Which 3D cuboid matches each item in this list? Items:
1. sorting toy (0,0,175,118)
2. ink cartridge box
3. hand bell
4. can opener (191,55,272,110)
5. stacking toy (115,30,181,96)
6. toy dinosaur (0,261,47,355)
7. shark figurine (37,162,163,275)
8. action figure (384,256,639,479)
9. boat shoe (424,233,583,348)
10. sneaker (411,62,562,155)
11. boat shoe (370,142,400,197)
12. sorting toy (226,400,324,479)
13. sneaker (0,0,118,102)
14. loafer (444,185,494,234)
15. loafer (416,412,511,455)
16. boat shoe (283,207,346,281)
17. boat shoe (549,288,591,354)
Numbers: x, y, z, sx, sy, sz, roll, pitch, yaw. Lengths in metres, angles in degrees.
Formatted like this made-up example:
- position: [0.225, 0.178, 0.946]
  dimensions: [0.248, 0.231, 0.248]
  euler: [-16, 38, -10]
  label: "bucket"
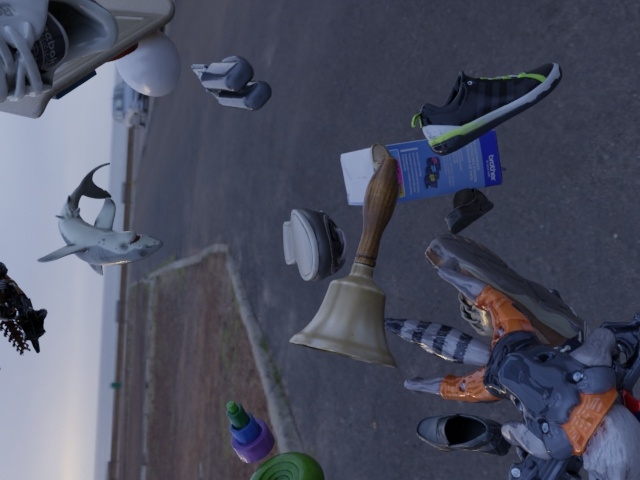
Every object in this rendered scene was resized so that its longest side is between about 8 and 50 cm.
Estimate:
- position: [-0.352, -0.236, 0.778]
  dimensions: [0.307, 0.229, 0.041]
  euler: [15, 143, 32]
  label: "sorting toy"
- position: [0.284, -0.193, 1.639]
  dimensions: [0.270, 0.396, 0.151]
  euler: [-164, 63, -75]
  label: "ink cartridge box"
- position: [0.053, 0.016, 0.734]
  dimensions: [0.126, 0.126, 0.241]
  euler: [164, 121, -70]
  label: "hand bell"
- position: [-0.133, -0.260, 0.974]
  dimensions: [0.095, 0.076, 0.283]
  euler: [-49, 27, -5]
  label: "can opener"
- position: [-0.366, -0.479, 1.088]
  dimensions: [0.479, 0.351, 0.350]
  euler: [66, 175, -30]
  label: "stacking toy"
- position: [-0.614, 0.113, 1.187]
  dimensions: [0.218, 0.164, 0.322]
  euler: [48, 175, 36]
  label: "toy dinosaur"
- position: [-0.369, -0.006, 1.006]
  dimensions: [0.278, 0.166, 0.116]
  euler: [43, 153, 44]
  label: "shark figurine"
- position: [0.224, 0.204, 0.749]
  dimensions: [0.330, 0.179, 0.341]
  euler: [24, 90, 50]
  label: "action figure"
- position: [0.283, 0.103, 1.004]
  dimensions: [0.116, 0.324, 0.123]
  euler: [-50, 25, 19]
  label: "boat shoe"
- position: [0.245, -0.217, 0.925]
  dimensions: [0.097, 0.235, 0.084]
  euler: [59, 177, -6]
  label: "sneaker"
- position: [0.143, -0.153, 1.363]
  dimensions: [0.045, 0.050, 0.135]
  euler: [32, -142, -80]
  label: "boat shoe"
- position: [-0.063, 0.334, 0.884]
  dimensions: [0.365, 0.127, 0.126]
  euler: [33, 152, 59]
  label: "sorting toy"
- position: [-0.206, -0.107, 0.339]
  dimensions: [0.235, 0.095, 0.090]
  euler: [-64, -2, -52]
  label: "sneaker"
- position: [0.322, -0.073, 1.414]
  dimensions: [0.080, 0.220, 0.078]
  euler: [-40, 82, 28]
  label: "loafer"
- position: [0.258, 0.358, 1.184]
  dimensions: [0.223, 0.078, 0.076]
  euler: [-16, 44, 55]
  label: "loafer"
- position: [0.000, 0.000, 1.022]
  dimensions: [0.335, 0.096, 0.112]
  euler: [-168, 71, -81]
  label: "boat shoe"
- position: [0.550, 0.252, 1.478]
  dimensions: [0.127, 0.158, 0.340]
  euler: [-36, 8, 31]
  label: "boat shoe"
